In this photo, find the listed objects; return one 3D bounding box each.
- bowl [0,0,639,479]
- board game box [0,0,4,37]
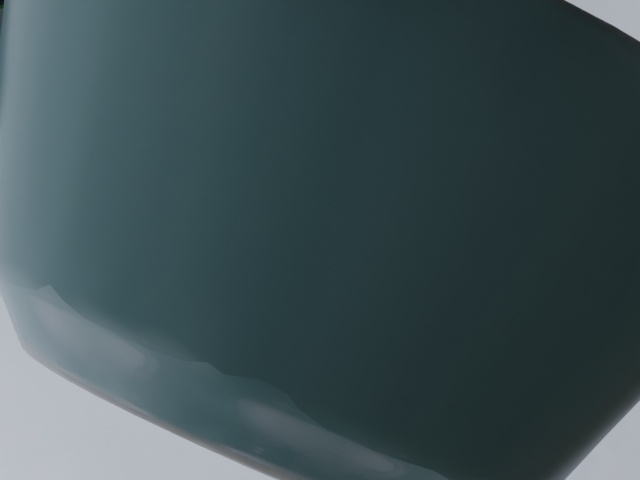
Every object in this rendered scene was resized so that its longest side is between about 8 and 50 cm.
[{"bbox_3d":[0.000,0.000,0.563,0.311,0.311,0.163,29,-96,-50],"label":"bowl"},{"bbox_3d":[-0.165,-0.184,0.880,0.316,0.064,0.242,-53,-25,1],"label":"board game box"}]
